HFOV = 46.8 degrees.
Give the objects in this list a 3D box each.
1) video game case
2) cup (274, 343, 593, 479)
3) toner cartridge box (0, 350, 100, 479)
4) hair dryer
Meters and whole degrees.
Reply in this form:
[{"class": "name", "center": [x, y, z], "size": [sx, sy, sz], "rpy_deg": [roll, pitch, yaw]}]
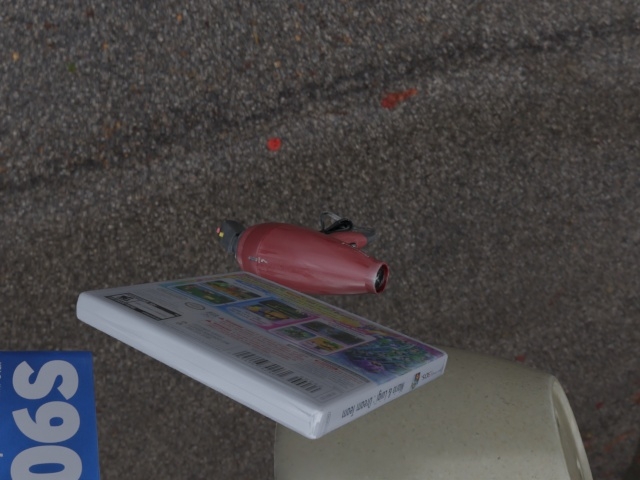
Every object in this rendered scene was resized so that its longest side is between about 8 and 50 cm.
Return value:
[{"class": "video game case", "center": [-0.027, 0.053, 0.410], "size": [0.143, 0.157, 0.019], "rpy_deg": [-4, 110, -58]}, {"class": "cup", "center": [0.137, 0.240, 0.733], "size": [0.237, 0.331, 0.331], "rpy_deg": [-18, 137, 22]}, {"class": "toner cartridge box", "center": [-0.242, 0.235, 0.528], "size": [0.165, 0.347, 0.075], "rpy_deg": [2, 132, -24]}, {"class": "hair dryer", "center": [0.000, 0.000, 0.931], "size": [0.224, 0.293, 0.080], "rpy_deg": [-8, 111, -17]}]
